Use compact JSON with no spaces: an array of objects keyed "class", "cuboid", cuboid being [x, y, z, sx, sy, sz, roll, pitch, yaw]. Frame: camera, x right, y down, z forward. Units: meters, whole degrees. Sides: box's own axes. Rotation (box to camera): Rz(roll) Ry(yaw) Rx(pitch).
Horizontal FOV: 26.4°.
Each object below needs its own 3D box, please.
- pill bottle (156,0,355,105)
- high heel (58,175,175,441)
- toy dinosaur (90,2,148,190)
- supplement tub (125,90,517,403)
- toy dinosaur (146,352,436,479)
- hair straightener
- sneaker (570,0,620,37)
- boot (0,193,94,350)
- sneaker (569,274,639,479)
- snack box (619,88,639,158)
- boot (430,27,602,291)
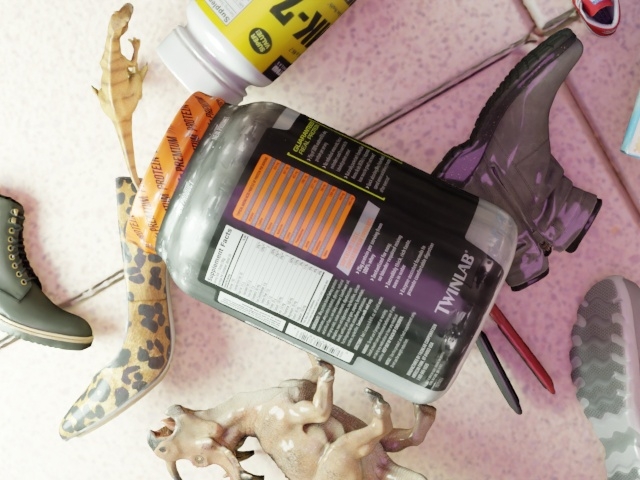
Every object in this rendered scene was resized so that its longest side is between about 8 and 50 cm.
[{"class":"pill bottle","cuboid":[-0.058,-0.231,1.372,0.208,0.119,0.119,-44,90,8]},{"class":"high heel","cuboid":[-0.220,0.068,1.424,0.261,0.093,0.186,-44,96,-7]},{"class":"toy dinosaur","cuboid":[-0.207,-0.138,1.401,0.064,0.112,0.212,-7,110,-2]},{"class":"supplement tub","cuboid":[0.000,0.000,1.304,0.338,0.207,0.207,26,97,2]},{"class":"toy dinosaur","cuboid":[-0.007,0.219,1.391,0.295,0.127,0.200,32,99,15]},{"class":"hair straightener","cuboid":[0.145,0.087,1.420,0.089,0.047,0.230,-36,91,7]},{"class":"sneaker","cuboid":[0.260,-0.255,1.365,0.042,0.067,0.118,-41,91,7]},{"class":"boot","cuboid":[-0.318,0.026,1.448,0.197,0.077,0.137,22,92,2]},{"class":"sneaker","cuboid":[0.340,0.170,1.402,0.115,0.105,0.281,-14,93,-23]},{"class":"snack box","cuboid":[0.464,-0.123,1.269,0.321,0.060,0.187,18,97,4]},{"class":"boot","cuboid":[0.226,-0.080,1.389,0.161,0.083,0.246,36,105,-5]}]
